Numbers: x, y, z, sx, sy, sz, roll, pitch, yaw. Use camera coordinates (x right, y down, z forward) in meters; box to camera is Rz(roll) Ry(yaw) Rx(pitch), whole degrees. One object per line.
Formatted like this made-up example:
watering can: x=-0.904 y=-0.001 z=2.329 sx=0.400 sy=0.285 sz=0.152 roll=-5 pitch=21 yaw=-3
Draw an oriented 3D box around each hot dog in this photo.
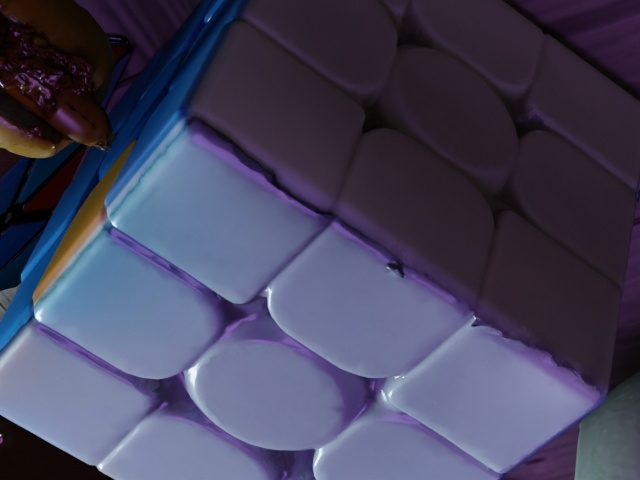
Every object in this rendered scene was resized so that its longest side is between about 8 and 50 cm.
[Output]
hot dog: x=-0.218 y=-0.134 z=0.965 sx=0.249 sy=0.102 sz=0.076 roll=35 pitch=171 yaw=-14

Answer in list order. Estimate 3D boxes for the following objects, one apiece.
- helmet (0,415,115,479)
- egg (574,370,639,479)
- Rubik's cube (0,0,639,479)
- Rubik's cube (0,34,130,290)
helmet: x=-0.252 y=0.205 z=1.349 sx=0.337 sy=0.230 sz=0.385 roll=-3 pitch=138 yaw=21
egg: x=0.278 y=0.169 z=1.209 sx=0.206 sy=0.162 sz=0.271 roll=-19 pitch=160 yaw=-2
Rubik's cube: x=0.000 y=0.000 z=1.052 sx=0.291 sy=0.291 sz=0.290 roll=34 pitch=130 yaw=-14
Rubik's cube: x=-0.314 y=-0.077 z=1.241 sx=0.234 sy=0.284 sz=0.250 roll=39 pitch=167 yaw=8
